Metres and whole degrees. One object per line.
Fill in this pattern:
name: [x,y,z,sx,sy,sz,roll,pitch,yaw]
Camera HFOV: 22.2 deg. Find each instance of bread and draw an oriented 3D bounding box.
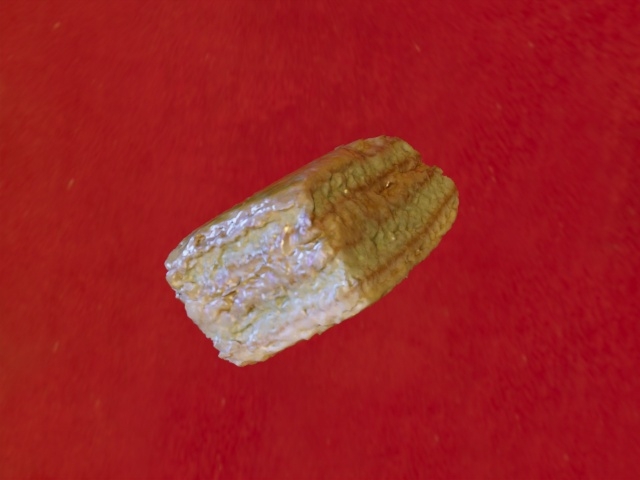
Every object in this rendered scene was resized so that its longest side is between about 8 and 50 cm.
bread: [0.000,0.000,1.118,0.138,0.196,0.102,-28,94,35]
